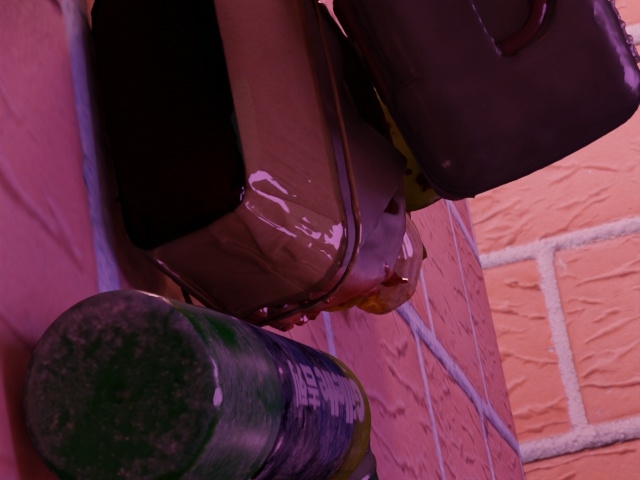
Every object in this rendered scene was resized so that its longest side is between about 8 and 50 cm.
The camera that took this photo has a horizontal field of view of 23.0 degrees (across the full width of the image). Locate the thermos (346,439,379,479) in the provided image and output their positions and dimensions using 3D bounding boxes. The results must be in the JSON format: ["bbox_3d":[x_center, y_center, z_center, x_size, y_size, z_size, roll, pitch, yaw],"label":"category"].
[{"bbox_3d":[0.021,0.219,1.047,0.083,0.073,0.188,-83,158,-67],"label":"thermos"}]

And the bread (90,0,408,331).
[{"bbox_3d":[-0.040,-0.052,0.913,0.212,0.142,0.224,27,47,-59],"label":"bread"}]

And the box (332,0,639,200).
[{"bbox_3d":[0.087,-0.134,0.922,0.129,0.148,0.210,79,-14,-83],"label":"box"}]

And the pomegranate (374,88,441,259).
[{"bbox_3d":[0.089,-0.074,1.609,0.156,0.156,0.220,-86,164,-60],"label":"pomegranate"}]

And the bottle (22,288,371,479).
[{"bbox_3d":[-0.047,0.086,0.784,0.330,0.093,0.093,35,43,-76],"label":"bottle"}]

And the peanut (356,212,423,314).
[{"bbox_3d":[0.040,-0.026,1.437,0.087,0.087,0.207,-84,158,-63],"label":"peanut"}]

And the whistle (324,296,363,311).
[{"bbox_3d":[-0.003,0.004,1.341,0.046,0.057,0.109,-50,-132,43],"label":"whistle"}]
